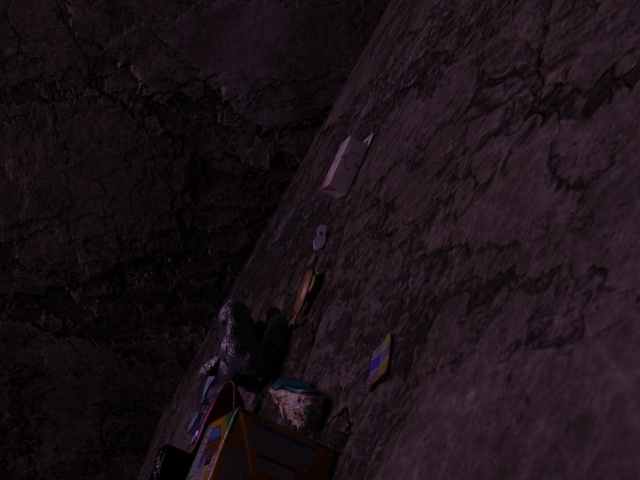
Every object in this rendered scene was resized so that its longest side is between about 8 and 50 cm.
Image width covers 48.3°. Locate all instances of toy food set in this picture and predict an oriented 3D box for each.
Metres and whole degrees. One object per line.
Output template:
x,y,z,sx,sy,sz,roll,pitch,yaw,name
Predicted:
-0.032,0.135,1.831,0.132,0.038,0.192,124,164,-73,toy food set

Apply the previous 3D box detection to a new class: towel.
0.091,0.188,1.100,0.060,0.009,0.083,-56,13,43,towel

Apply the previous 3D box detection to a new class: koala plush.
-0.210,0.309,1.864,0.221,0.196,0.203,-52,25,35,koala plush

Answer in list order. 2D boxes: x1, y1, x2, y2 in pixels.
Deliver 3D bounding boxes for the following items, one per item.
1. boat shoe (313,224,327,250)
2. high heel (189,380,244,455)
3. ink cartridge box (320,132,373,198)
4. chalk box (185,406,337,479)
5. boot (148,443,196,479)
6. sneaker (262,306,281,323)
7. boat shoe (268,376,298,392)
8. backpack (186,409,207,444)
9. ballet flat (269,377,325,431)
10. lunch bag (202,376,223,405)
0.000,0.000,2.007,0.100,0.035,0.035,-81,-8,-48,boat shoe
-0.274,0.511,1.708,0.377,0.127,0.181,-76,-10,-61,high heel
0.077,-0.227,2.068,0.198,0.067,0.115,-65,9,-9,ink cartridge box
-0.123,0.405,1.167,0.289,0.180,0.179,-42,24,62,chalk box
-0.246,0.482,1.531,0.247,0.207,0.094,-64,10,-2,boot
-0.150,0.274,2.032,0.188,0.066,0.071,-68,-7,-52,sneaker
-0.070,0.315,1.518,0.135,0.050,0.045,-17,43,63,boat shoe
-0.379,0.601,2.279,0.105,0.084,0.114,135,156,-68,backpack
-0.048,0.306,1.335,0.241,0.091,0.077,151,122,-79,ballet flat
-0.321,0.455,2.316,0.129,0.096,0.151,-152,79,-81,lunch bag
